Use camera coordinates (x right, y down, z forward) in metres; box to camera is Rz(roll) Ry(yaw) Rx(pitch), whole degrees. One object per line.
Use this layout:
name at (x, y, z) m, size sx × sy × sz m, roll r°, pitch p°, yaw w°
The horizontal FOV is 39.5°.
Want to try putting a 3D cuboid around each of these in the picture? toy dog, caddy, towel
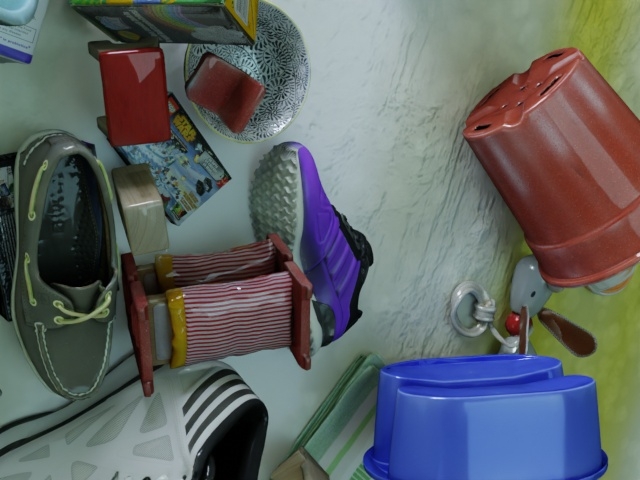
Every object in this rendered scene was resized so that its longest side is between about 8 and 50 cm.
toy dog at (0.343, 0.206, 1.421) m, size 0.220 × 0.161 × 0.334 m, roll -18°, pitch 110°, yaw -30°
caddy at (0.228, 0.272, 1.243) m, size 0.341 × 0.241 × 0.179 m, roll -2°, pitch 95°, yaw -8°
towel at (0.098, 0.347, 1.362) m, size 0.325 × 0.038 × 0.248 m, roll 45°, pitch 75°, yaw -33°

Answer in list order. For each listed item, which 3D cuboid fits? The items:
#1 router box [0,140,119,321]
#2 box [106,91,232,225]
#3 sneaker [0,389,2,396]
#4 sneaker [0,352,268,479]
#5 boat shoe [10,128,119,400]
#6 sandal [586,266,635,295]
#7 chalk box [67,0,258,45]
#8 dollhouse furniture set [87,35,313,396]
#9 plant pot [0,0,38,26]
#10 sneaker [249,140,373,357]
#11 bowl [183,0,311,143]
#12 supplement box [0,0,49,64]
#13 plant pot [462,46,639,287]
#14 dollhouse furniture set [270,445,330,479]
router box at (-0.308, -0.012, 1.001) m, size 0.133 × 0.046 × 0.179 m, roll -15°, pitch 109°, yaw -31°
box at (-0.181, -0.099, 1.080) m, size 0.094 × 0.027 × 0.137 m, roll -43°, pitch 121°, yaw -18°
sneaker at (-0.446, 0.161, 0.894) m, size 0.163 × 0.086 × 0.226 m, roll -47°, pitch 142°, yaw -15°
sneaker at (-0.248, 0.287, 0.977) m, size 0.447 × 0.257 × 0.169 m, roll -39°, pitch 119°, yaw -21°
boat shoe at (-0.269, 0.038, 0.951) m, size 0.109 × 0.091 × 0.305 m, roll -9°, pitch 106°, yaw -29°
sandal at (0.477, 0.019, 1.523) m, size 0.265 × 0.076 × 0.102 m, roll 37°, pitch 79°, yaw -34°
chalk box at (-0.180, -0.289, 0.942) m, size 0.132 × 0.213 × 0.132 m, roll 26°, pitch 68°, yaw -79°
dollhouse furniture set at (-0.127, -0.032, 0.988) m, size 0.201 × 0.152 × 0.374 m, roll -9°, pitch 119°, yaw -16°
plant pot at (-0.434, -0.281, 0.654) m, size 0.334 × 0.341 × 0.341 m, roll -16°, pitch 112°, yaw 2°
sneaker at (0.000, 0.000, 1.189) m, size 0.146 × 0.102 × 0.293 m, roll -21°, pitch 116°, yaw -33°
bowl at (-0.103, -0.205, 1.078) m, size 0.170 × 0.080 × 0.170 m, roll -8°, pitch 104°, yaw -32°
supplement box at (-0.326, -0.297, 0.887) m, size 0.114 × 0.111 × 0.220 m, roll 15°, pitch 92°, yaw -36°
plant pot at (0.364, -0.119, 1.307) m, size 0.272 × 0.272 × 0.265 m, roll -45°, pitch 106°, yaw -18°
dollhouse furniture set at (-0.059, 0.508, 1.165) m, size 0.355 × 0.174 × 0.303 m, roll -41°, pitch 92°, yaw -1°
